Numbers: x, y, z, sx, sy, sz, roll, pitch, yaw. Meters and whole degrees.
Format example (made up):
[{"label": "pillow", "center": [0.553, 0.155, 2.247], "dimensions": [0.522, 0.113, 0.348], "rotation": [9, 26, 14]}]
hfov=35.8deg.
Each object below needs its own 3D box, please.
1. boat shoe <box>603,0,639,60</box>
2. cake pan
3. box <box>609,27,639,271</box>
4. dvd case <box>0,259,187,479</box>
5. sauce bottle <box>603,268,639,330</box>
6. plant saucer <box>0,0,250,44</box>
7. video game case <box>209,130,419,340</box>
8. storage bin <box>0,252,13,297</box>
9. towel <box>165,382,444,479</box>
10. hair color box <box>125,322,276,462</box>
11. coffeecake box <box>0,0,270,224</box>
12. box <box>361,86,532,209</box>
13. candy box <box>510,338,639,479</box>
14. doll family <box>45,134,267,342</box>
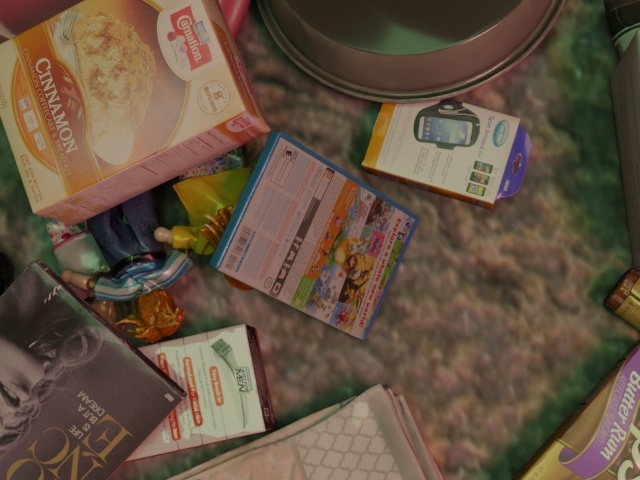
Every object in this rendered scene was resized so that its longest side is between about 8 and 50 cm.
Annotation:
[{"label": "boat shoe", "center": [0.352, -0.213, 0.834], "dimensions": [0.219, 0.078, 0.070], "rotation": [-14, 80, 6]}, {"label": "cake pan", "center": [0.078, -0.266, 0.875], "dimensions": [0.293, 0.054, 0.293], "rotation": [-2, 75, 8]}, {"label": "box", "center": [0.340, -0.075, 0.790], "dimensions": [0.181, 0.119, 0.182], "rotation": [-5, 81, 6]}, {"label": "dvd case", "center": [-0.243, 0.149, 0.810], "dimensions": [0.164, 0.018, 0.221], "rotation": [43, 98, -3]}, {"label": "sauce bottle", "center": [0.295, 0.075, 0.811], "dimensions": [0.128, 0.042, 0.042], "rotation": [39, 87, 11]}, {"label": "plant saucer", "center": [-0.224, -0.260, 0.865], "dimensions": [0.332, 0.084, 0.332], "rotation": [1, 97, 7]}, {"label": "video game case", "center": [0.000, 0.000, 0.816], "dimensions": [0.015, 0.166, 0.119], "rotation": [16, 79, 54]}, {"label": "storage bin", "center": [-0.378, 0.059, 0.876], "dimensions": [0.180, 0.084, 0.122], "rotation": [3, 81, 8]}, {"label": "towel", "center": [-0.018, 0.310, 0.757], "dimensions": [0.317, 0.053, 0.332], "rotation": [-27, 59, 2]}, {"label": "hair color box", "center": [-0.130, 0.135, 0.848], "dimensions": [0.167, 0.053, 0.093], "rotation": [-13, 80, 6]}, {"label": "coffeecake box", "center": [-0.154, -0.117, 0.782], "dimensions": [0.185, 0.068, 0.142], "rotation": [-24, 77, 10]}, {"label": "box", "center": [0.113, -0.081, 0.867], "dimensions": [0.136, 0.028, 0.081], "rotation": [18, 82, 8]}, {"label": "candy box", "center": [0.239, 0.183, 0.794], "dimensions": [0.109, 0.053, 0.187], "rotation": [42, 89, 12]}, {"label": "doll family", "center": [-0.130, -0.005, 0.837], "dimensions": [0.263, 0.118, 0.163], "rotation": [-22, 79, 3]}]
